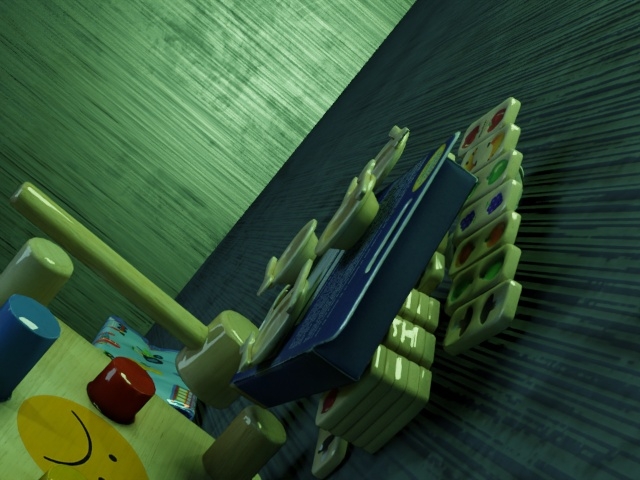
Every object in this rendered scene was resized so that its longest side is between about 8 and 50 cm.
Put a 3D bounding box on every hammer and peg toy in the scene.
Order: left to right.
[{"bbox_3d":[-0.152,0.116,0.718,0.127,0.266,0.361,-49,9,14],"label":"hammer and peg toy"}]

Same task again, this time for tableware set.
[{"bbox_3d":[0.000,0.000,0.680,0.168,0.020,0.141,-52,8,23],"label":"tableware set"}]

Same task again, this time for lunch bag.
[{"bbox_3d":[-0.263,0.264,1.305,0.293,0.138,0.221,-62,7,7],"label":"lunch bag"}]

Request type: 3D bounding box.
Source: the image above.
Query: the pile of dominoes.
[{"bbox_3d":[0.051,0.015,0.706,0.196,0.040,0.251,-49,17,36],"label":"pile of dominoes"}]

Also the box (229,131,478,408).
[{"bbox_3d":[0.018,0.027,0.657,0.136,0.037,0.225,-57,7,-20],"label":"box"}]

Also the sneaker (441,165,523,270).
[{"bbox_3d":[0.110,-0.013,0.714,0.083,0.032,0.037,-61,15,-5],"label":"sneaker"}]

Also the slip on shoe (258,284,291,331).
[{"bbox_3d":[-0.027,0.081,0.998,0.135,0.051,0.041,-58,-4,-6],"label":"slip on shoe"}]
